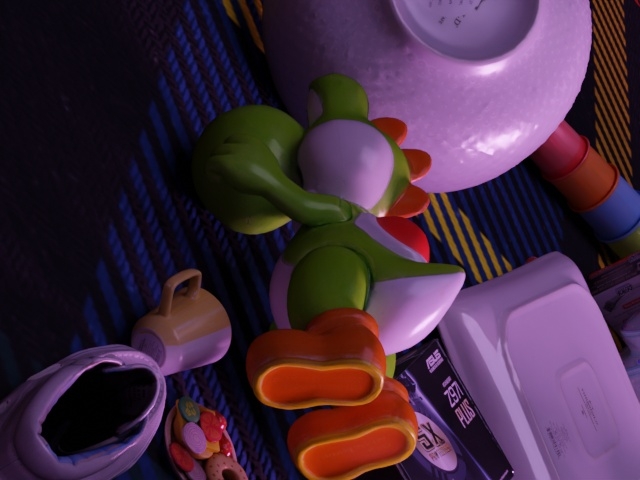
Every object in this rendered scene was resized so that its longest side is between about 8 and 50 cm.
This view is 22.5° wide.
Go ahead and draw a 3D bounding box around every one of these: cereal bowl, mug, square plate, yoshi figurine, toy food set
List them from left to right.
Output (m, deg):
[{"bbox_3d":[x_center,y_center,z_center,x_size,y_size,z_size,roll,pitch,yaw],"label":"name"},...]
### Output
[{"bbox_3d":[-0.114,0.066,1.225,0.064,0.062,0.078,-25,98,-53],"label":"mug"},{"bbox_3d":[-0.089,0.160,1.222,0.082,0.020,0.083,26,45,-47],"label":"toy food set"},{"bbox_3d":[-0.024,0.010,1.314,0.203,0.203,0.362,22,41,-24],"label":"yoshi figurine"},{"bbox_3d":[0.119,-0.224,1.574,0.339,0.141,0.339,3,78,-15],"label":"cereal bowl"},{"bbox_3d":[0.269,0.191,1.717,0.344,0.049,0.347,-16,83,-59],"label":"square plate"}]

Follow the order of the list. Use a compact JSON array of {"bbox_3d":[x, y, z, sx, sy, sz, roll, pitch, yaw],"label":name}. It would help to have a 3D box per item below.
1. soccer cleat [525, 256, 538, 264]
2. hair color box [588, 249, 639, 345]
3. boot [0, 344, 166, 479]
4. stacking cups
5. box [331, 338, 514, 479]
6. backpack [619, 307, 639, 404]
[{"bbox_3d":[0.260,0.058,1.865,0.083,0.029,0.035,66,20,1],"label":"soccer cleat"},{"bbox_3d":[0.421,0.095,2.021,0.167,0.093,0.053,48,31,-25],"label":"hair color box"},{"bbox_3d":[-0.145,0.117,1.061,0.095,0.123,0.258,60,29,-3],"label":"boot"},{"bbox_3d":[0.376,-0.049,2.069,0.316,0.096,0.096,43,34,-30],"label":"stacking cups"},{"bbox_3d":[0.080,0.190,1.407,0.147,0.077,0.180,60,29,-2],"label":"box"},{"bbox_3d":[0.432,0.136,1.912,0.144,0.188,0.166,55,33,-1],"label":"backpack"}]
